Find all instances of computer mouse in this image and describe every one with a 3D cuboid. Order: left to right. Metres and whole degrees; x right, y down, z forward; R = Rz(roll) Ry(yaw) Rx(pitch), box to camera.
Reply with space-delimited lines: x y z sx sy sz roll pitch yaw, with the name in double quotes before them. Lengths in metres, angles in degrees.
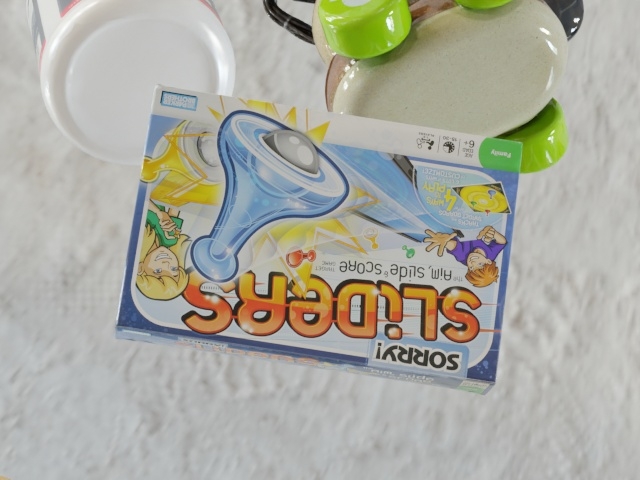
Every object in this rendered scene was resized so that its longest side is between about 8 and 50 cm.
"computer mouse" 0.065 -0.164 1.335 0.242 0.041 0.071 4 87 25

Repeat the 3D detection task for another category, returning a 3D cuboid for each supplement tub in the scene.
"supplement tub" -0.198 -0.213 1.956 0.191 0.272 0.191 -6 121 -10

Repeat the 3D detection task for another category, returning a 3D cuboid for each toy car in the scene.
"toy car" 0.056 -0.136 1.196 0.149 0.188 0.155 -23 129 -4

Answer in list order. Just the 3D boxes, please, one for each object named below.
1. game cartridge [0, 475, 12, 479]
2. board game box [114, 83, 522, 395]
"game cartridge" -0.113 0.219 1.079 0.285 0.323 0.053 25 91 -11
"board game box" 0.000 0.000 1.025 0.201 0.035 0.136 8 75 -3
